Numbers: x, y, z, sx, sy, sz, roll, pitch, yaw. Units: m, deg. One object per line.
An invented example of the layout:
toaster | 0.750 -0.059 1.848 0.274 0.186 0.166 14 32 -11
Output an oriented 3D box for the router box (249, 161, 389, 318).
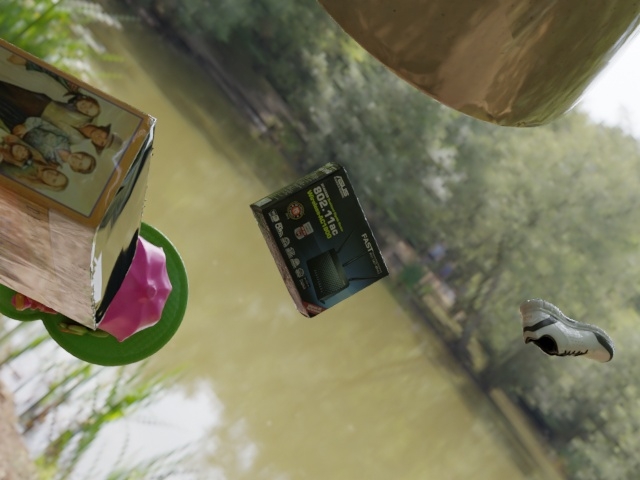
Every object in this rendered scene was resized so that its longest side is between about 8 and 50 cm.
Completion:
router box | 0.000 0.000 1.184 0.123 0.092 0.038 66 -16 -17

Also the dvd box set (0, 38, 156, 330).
dvd box set | -0.288 -0.090 0.636 0.420 0.062 0.307 27 -15 -4

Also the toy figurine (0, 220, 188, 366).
toy figurine | -0.183 0.031 0.986 0.173 0.130 0.159 9 -8 -11

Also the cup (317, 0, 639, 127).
cup | 0.140 -0.275 0.807 0.331 0.237 0.331 24 46 -28

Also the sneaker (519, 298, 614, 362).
sneaker | 0.231 0.096 1.172 0.109 0.040 0.044 24 53 -20
